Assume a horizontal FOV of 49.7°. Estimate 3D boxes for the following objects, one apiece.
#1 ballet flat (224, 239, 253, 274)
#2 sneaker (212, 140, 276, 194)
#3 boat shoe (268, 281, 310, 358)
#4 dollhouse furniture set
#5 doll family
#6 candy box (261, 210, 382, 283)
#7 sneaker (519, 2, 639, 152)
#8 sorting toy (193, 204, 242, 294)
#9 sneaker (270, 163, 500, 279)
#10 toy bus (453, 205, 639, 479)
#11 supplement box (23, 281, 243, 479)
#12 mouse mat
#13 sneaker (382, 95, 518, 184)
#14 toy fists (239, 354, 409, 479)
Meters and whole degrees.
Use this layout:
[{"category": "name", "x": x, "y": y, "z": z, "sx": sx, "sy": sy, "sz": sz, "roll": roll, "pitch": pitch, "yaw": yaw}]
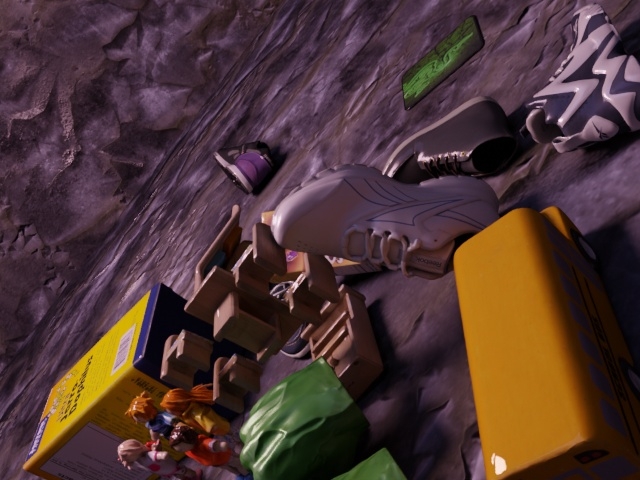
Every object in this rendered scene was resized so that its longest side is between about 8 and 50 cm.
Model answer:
[{"category": "ballet flat", "x": -0.169, "y": 0.099, "z": 1.351, "sx": 0.073, "sy": 0.080, "sz": 0.232, "roll": 10, "pitch": 64, "yaw": 30}, {"category": "sneaker", "x": -0.185, "y": -0.202, "z": 1.784, "sx": 0.124, "sy": 0.107, "sz": 0.283, "roll": -39, "pitch": 27, "yaw": -6}, {"category": "boat shoe", "x": -0.069, "y": 0.106, "z": 1.148, "sx": 0.095, "sy": 0.079, "sz": 0.254, "roll": -44, "pitch": 26, "yaw": 6}, {"category": "dollhouse furniture set", "x": -0.053, "y": 0.103, "z": 0.914, "sx": 0.212, "sy": 0.242, "sz": 0.161, "roll": -51, "pitch": 23, "yaw": 20}, {"category": "doll family", "x": -0.205, "y": 0.286, "z": 1.042, "sx": 0.263, "sy": 0.163, "sz": 0.118, "roll": -27, "pitch": 35, "yaw": 44}, {"category": "candy box", "x": 0.000, "y": 0.000, "z": 1.070, "sx": 0.187, "sy": 0.053, "sz": 0.109, "roll": -8, "pitch": 69, "yaw": 20}, {"category": "sneaker", "x": 0.310, "y": -0.192, "z": 0.860, "sx": 0.153, "sy": 0.094, "sz": 0.234, "roll": -30, "pitch": 42, "yaw": 25}, {"category": "sorting toy", "x": -0.205, "y": 0.058, "z": 1.402, "sx": 0.193, "sy": 0.038, "sz": 0.208, "roll": 106, "pitch": -174, "yaw": -47}, {"category": "sneaker", "x": 0.091, "y": -0.015, "z": 0.823, "sx": 0.129, "sy": 0.297, "sz": 0.111, "roll": -105, "pitch": 16, "yaw": -49}, {"category": "toy bus", "x": 0.203, "y": 0.085, "z": 0.633, "sx": 0.108, "sy": 0.130, "sz": 0.332, "roll": -38, "pitch": 28, "yaw": 29}, {"category": "supplement box", "x": -0.325, "y": 0.281, "z": 1.225, "sx": 0.356, "sy": 0.194, "sz": 0.195, "roll": -42, "pitch": 27, "yaw": 23}, {"category": "mouse mat", "x": 0.227, "y": -0.340, "z": 1.319, "sx": 0.190, "sy": 0.007, "sz": 0.152, "roll": -39, "pitch": 27, "yaw": 29}, {"category": "sneaker", "x": 0.176, "y": -0.111, "z": 1.003, "sx": 0.222, "sy": 0.083, "sz": 0.118, "roll": -41, "pitch": 27, "yaw": 23}, {"category": "toy fists", "x": 0.008, "y": 0.253, "z": 0.730, "sx": 0.142, "sy": 0.096, "sz": 0.279, "roll": -34, "pitch": 43, "yaw": -5}]
